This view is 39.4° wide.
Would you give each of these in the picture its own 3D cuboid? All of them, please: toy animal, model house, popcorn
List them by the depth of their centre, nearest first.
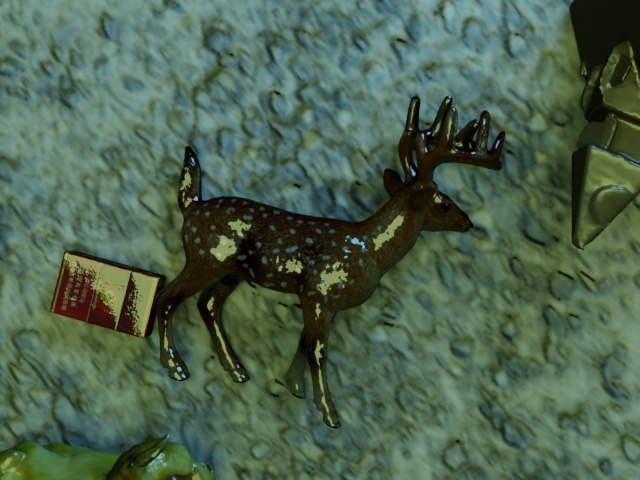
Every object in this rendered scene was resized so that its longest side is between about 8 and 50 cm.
[{"bbox_3d":[0.238,-0.100,0.596,0.176,0.181,0.248,24,89,4],"label":"model house"},{"bbox_3d":[-0.177,0.226,0.656,0.195,0.168,0.174,-11,118,9],"label":"popcorn"},{"bbox_3d":[-0.001,0.002,0.675,0.243,0.087,0.260,13,96,3],"label":"toy animal"}]

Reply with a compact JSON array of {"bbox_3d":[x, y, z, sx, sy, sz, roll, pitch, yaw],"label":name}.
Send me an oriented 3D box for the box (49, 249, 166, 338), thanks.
[{"bbox_3d":[-0.171,0.043,0.722,0.082,0.023,0.052,16,95,5],"label":"box"}]
